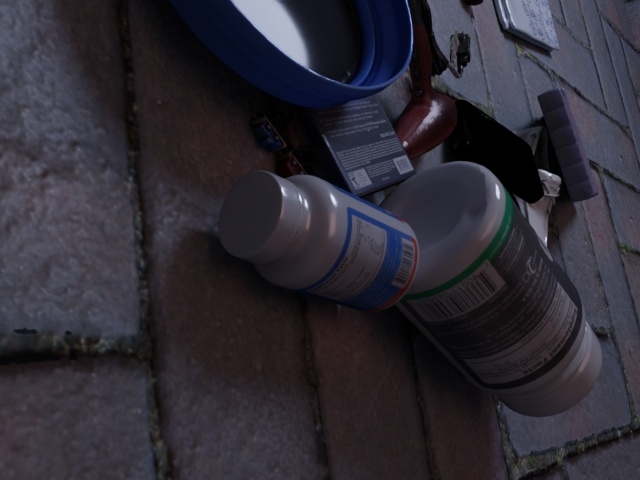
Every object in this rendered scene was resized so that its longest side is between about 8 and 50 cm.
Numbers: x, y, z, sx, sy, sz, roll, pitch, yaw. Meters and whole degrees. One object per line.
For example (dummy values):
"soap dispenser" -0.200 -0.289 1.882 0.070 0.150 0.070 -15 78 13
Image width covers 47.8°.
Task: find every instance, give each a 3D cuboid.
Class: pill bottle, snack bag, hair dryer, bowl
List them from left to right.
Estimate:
"bowl" -0.045 -0.334 0.865 0.391 0.077 0.391 24 52 -36
"pill bottle" 0.000 0.000 0.790 0.222 0.124 0.124 22 58 -45
"hair dryer" 0.144 -0.241 1.094 0.224 0.080 0.293 33 62 -49
"pill bottle" 0.232 0.080 0.986 0.361 0.204 0.204 46 43 -33
"snack bag" 0.477 -0.642 1.763 0.323 0.037 0.342 -4 78 -52

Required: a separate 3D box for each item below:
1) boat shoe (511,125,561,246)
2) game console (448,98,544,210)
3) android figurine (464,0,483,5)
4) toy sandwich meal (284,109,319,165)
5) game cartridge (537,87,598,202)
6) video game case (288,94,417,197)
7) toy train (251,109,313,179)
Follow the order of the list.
"boat shoe" 0.414 -0.103 1.392 0.098 0.096 0.276 25 56 -44
"game console" 0.317 -0.073 1.229 0.213 0.044 0.361 24 46 -32
"android figurine" 0.295 -0.631 1.510 0.248 0.056 0.272 29 55 -42
"toy sandwich meal" -0.014 -0.134 0.910 0.086 0.029 0.085 25 56 -44
"game cartridge" 0.524 -0.196 1.530 0.355 0.068 0.230 -12 88 -71
"video game case" 0.019 -0.188 0.942 0.196 0.026 0.274 -24 85 -57
"toy train" -0.034 -0.087 0.868 0.158 0.027 0.036 54 50 -23
